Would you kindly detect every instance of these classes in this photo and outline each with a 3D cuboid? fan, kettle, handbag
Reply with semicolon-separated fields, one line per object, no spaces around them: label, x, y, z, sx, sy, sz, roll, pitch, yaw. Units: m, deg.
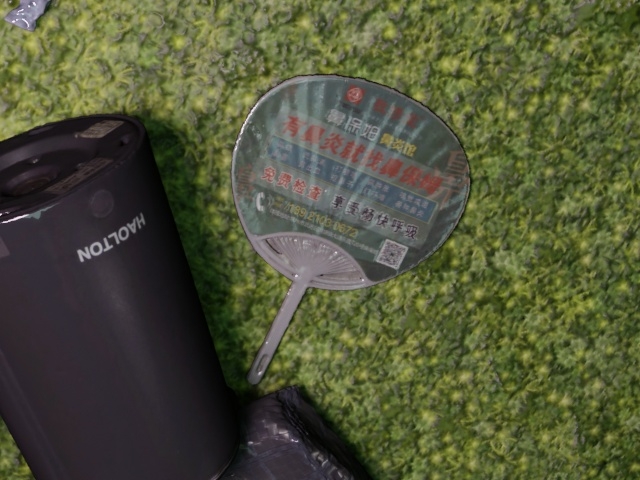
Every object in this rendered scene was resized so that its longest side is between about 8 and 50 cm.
fan;0.031;-0.013;1.320;0.223;0.012;0.294;-7;111;-10
kettle;-0.202;0.087;1.181;0.203;0.262;0.308;-8;116;20
handbag;-0.041;0.258;1.365;0.175;0.089;0.270;-32;118;11

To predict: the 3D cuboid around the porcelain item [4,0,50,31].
porcelain item;-0.234;-0.215;1.185;0.036;0.028;0.083;20;104;-34
